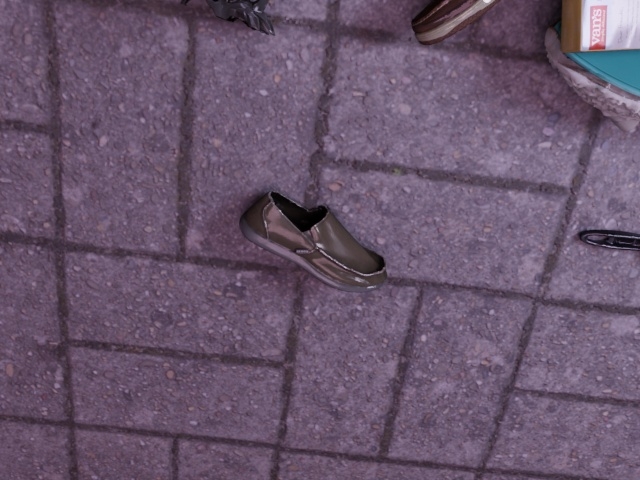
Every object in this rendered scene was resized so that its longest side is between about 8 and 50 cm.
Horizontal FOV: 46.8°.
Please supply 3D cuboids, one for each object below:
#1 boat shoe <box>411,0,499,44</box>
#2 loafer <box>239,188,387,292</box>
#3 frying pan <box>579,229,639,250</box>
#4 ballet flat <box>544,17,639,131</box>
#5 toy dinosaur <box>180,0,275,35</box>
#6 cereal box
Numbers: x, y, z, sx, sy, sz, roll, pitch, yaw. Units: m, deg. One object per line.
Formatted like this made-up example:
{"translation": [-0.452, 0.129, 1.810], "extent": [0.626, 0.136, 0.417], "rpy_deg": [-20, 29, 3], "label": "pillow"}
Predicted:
{"translation": [0.212, -0.363, 0.949], "extent": [0.257, 0.095, 0.095], "rpy_deg": [-38, 110, 7], "label": "boat shoe"}
{"translation": [0.000, 0.000, 1.150], "extent": [0.251, 0.094, 0.087], "rpy_deg": [24, 121, -11], "label": "loafer"}
{"translation": [0.601, -0.003, 1.165], "extent": [0.326, 0.053, 0.197], "rpy_deg": [24, 116, -15], "label": "frying pan"}
{"translation": [0.488, -0.192, 1.018], "extent": [0.409, 0.147, 0.147], "rpy_deg": [12, 119, -5], "label": "ballet flat"}
{"translation": [-0.082, -0.383, 0.936], "extent": [0.322, 0.164, 0.218], "rpy_deg": [21, 104, 10], "label": "toy dinosaur"}
{"translation": [0.416, -0.326, 0.922], "extent": [0.240, 0.047, 0.173], "rpy_deg": [-5, 103, -15], "label": "cereal box"}
